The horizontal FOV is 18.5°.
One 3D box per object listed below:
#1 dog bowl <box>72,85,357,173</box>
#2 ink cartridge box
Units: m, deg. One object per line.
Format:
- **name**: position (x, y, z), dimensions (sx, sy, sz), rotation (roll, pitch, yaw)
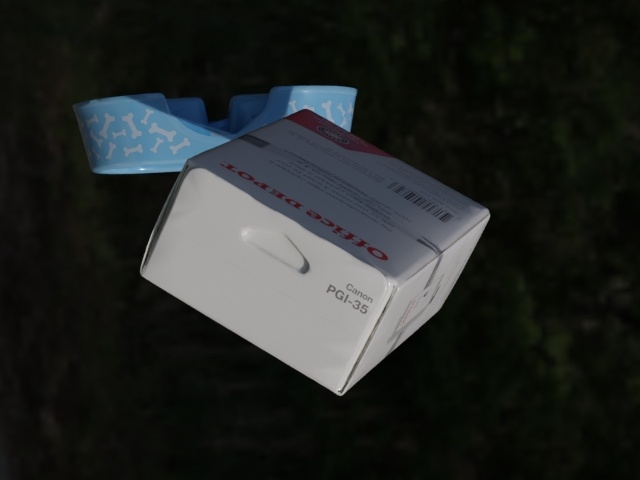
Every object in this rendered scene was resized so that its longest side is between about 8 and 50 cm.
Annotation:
- **dog bowl**: position (-0.108, -0.113, 2.053), dimensions (0.166, 0.297, 0.074), rotation (166, -79, -85)
- **ink cartridge box**: position (0.000, 0.000, 1.692), dimensions (0.117, 0.207, 0.283), rotation (-64, 168, 21)
